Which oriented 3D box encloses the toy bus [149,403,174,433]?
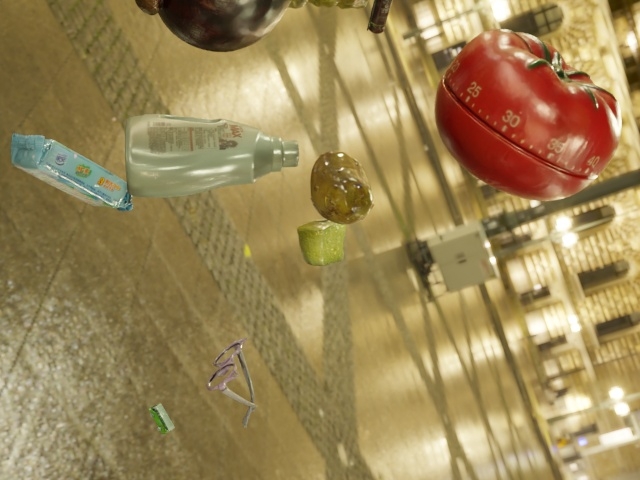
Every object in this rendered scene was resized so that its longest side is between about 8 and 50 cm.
[{"bbox_3d":[-0.445,0.498,2.319,0.083,0.037,0.031,61,29,2],"label":"toy bus"}]

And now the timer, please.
[{"bbox_3d":[0.417,-0.248,1.695,0.378,0.279,0.378,25,26,-13],"label":"timer"}]

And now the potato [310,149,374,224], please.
[{"bbox_3d":[0.044,-0.109,1.790,0.137,0.137,0.176,58,14,-46],"label":"potato"}]

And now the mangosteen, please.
[{"bbox_3d":[-0.162,-0.370,1.117,0.228,0.265,0.228,9,-80,61],"label":"mangosteen"}]

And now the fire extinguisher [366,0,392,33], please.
[{"bbox_3d":[0.147,-0.565,1.952,0.043,0.064,0.158,49,-36,29],"label":"fire extinguisher"}]

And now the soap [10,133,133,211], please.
[{"bbox_3d":[-0.572,-0.151,1.925,0.293,0.156,0.077,31,74,-40],"label":"soap"}]

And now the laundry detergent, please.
[{"bbox_3d":[-0.253,-0.211,1.945,0.264,0.397,0.125,-106,-164,-50],"label":"laundry detergent"}]

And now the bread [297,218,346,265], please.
[{"bbox_3d":[0.000,0.000,2.131,0.129,0.111,0.114,-13,103,-44],"label":"bread"}]

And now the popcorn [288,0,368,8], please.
[{"bbox_3d":[0.009,-0.635,1.814,0.235,0.241,0.250,-117,-158,-57],"label":"popcorn"}]

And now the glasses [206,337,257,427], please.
[{"bbox_3d":[-0.115,0.223,1.256,0.104,0.062,0.140,54,13,-14],"label":"glasses"}]
